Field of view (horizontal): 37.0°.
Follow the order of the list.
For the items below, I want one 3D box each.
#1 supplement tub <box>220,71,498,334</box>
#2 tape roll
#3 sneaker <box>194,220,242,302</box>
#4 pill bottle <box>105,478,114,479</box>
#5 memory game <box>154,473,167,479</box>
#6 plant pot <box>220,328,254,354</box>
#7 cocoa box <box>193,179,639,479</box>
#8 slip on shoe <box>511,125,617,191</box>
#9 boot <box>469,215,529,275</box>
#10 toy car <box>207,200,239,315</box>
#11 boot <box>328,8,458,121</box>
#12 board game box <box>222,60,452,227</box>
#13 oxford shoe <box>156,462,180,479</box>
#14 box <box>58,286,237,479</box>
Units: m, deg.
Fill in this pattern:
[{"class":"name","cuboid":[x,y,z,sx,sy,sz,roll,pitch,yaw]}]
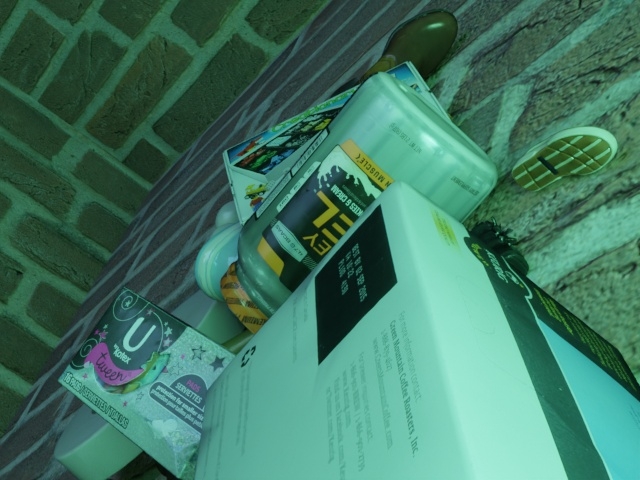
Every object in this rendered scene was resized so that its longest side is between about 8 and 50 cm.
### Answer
[{"class":"supplement tub","cuboid":[0.037,-0.021,1.113,0.316,0.193,0.193,-50,17,15]},{"class":"tape roll","cuboid":[-0.277,0.228,1.578,0.392,0.072,0.392,-43,12,11]},{"class":"sneaker","cuboid":[0.000,0.000,1.350,0.319,0.127,0.208,-41,36,-24]},{"class":"pill bottle","cuboid":[-0.333,0.404,1.491,0.065,0.065,0.116,-59,17,-19]},{"class":"memory game","cuboid":[-0.248,0.402,1.354,0.186,0.012,0.186,-47,16,19]},{"class":"plant pot","cuboid":[-0.105,0.162,1.355,0.079,0.083,0.083,-38,18,8]},{"class":"cocoa box","cuboid":[0.073,0.166,0.560,0.231,0.228,0.347,-49,17,18]},{"class":"slip on shoe","cuboid":[0.243,-0.086,0.944,0.041,0.051,0.135,-48,6,-27]},{"class":"boot","cuboid":[0.149,0.034,0.952,0.121,0.045,0.099,-43,20,10]},{"class":"toy car","cuboid":[-0.091,0.024,1.512,0.136,0.159,0.182,-12,28,11]},{"class":"boot","cuboid":[0.136,-0.233,1.457,0.264,0.096,0.280,-33,26,4]},{"class":"board game box","cuboid":[0.020,-0.125,1.323,0.305,0.053,0.193,-25,37,4]},{"class":"oxford shoe","cuboid":[-0.173,0.305,1.225,0.096,0.083,0.227,-61,18,-19]},{"class":"box","cuboid":[-0.150,0.179,1.096,0.247,0.163,0.142,23,75,42]}]
